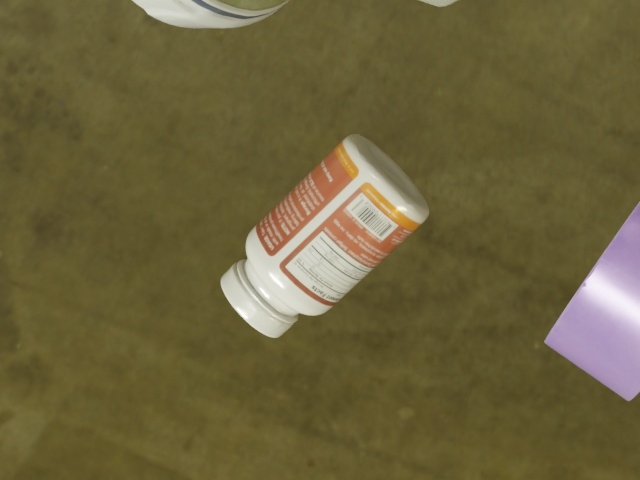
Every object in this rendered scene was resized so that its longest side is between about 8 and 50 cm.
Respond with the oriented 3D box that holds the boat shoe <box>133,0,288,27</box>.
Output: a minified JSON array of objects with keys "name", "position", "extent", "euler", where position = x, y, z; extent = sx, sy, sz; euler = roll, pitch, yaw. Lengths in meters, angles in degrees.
[{"name":"boat shoe","position":[-0.061,-0.169,0.552],"extent":[0.094,0.302,0.109],"euler":[-2,84,22]}]

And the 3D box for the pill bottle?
[{"name":"pill bottle","position":[0.000,0.000,1.280],"extent":[0.216,0.121,0.121],"euler":[-43,109,15]}]

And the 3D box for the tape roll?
[{"name":"tape roll","position":[0.257,0.024,0.923],"extent":[0.080,0.189,0.189],"euler":[36,124,12]}]

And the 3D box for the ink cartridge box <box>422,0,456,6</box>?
[{"name":"ink cartridge box","position":[0.046,-0.133,0.281],"extent":[0.153,0.208,0.086],"euler":[-24,85,23]}]
